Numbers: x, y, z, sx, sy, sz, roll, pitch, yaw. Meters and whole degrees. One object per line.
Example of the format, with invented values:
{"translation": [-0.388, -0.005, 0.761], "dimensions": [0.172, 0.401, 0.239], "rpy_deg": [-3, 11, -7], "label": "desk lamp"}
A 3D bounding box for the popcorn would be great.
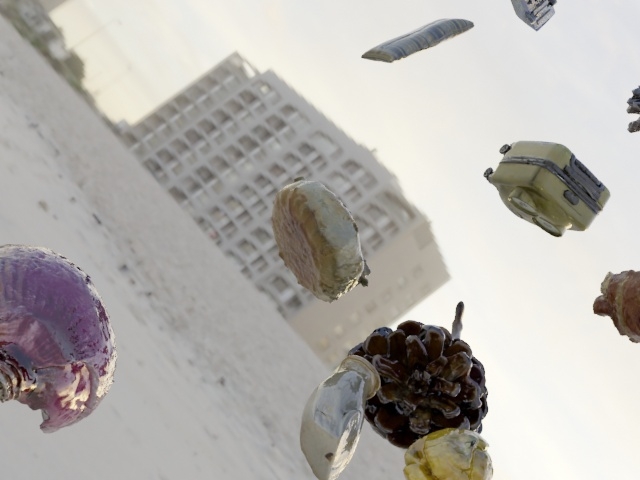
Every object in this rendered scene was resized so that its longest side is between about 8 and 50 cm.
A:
{"translation": [0.212, 0.377, 1.624], "dimensions": [0.148, 0.167, 0.152], "rpy_deg": [30, -58, 30], "label": "popcorn"}

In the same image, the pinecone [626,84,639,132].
{"translation": [0.525, -0.182, 1.475], "dimensions": [0.140, 0.140, 0.120], "rpy_deg": [45, -31, 42], "label": "pinecone"}

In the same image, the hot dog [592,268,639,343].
{"translation": [0.534, 0.114, 1.639], "dimensions": [0.146, 0.103, 0.213], "rpy_deg": [57, -25, -10], "label": "hot dog"}

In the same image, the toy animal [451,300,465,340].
{"translation": [0.286, 0.313, 2.198], "dimensions": [0.091, 0.324, 0.195], "rpy_deg": [14, -17, 6], "label": "toy animal"}

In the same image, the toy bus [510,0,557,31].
{"translation": [0.472, -0.575, 2.257], "dimensions": [0.094, 0.079, 0.236], "rpy_deg": [52, 5, 29], "label": "toy bus"}

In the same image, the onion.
{"translation": [-0.349, 0.120, 1.285], "dimensions": [0.267, 0.159, 0.349], "rpy_deg": [62, -13, -15], "label": "onion"}

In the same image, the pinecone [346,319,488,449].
{"translation": [0.190, 0.277, 1.894], "dimensions": [0.298, 0.242, 0.296], "rpy_deg": [33, -5, 6], "label": "pinecone"}

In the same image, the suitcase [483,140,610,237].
{"translation": [0.479, -0.108, 2.118], "dimensions": [0.194, 0.143, 0.235], "rpy_deg": [39, -8, -21], "label": "suitcase"}

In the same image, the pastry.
{"translation": [-0.001, -0.005, 1.961], "dimensions": [0.256, 0.121, 0.236], "rpy_deg": [67, -23, 2], "label": "pastry"}

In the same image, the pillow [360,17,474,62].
{"translation": [0.186, -0.388, 1.916], "dimensions": [0.113, 0.203, 0.038], "rpy_deg": [23, -45, 57], "label": "pillow"}

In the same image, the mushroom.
{"translation": [0.029, 0.277, 1.617], "dimensions": [0.108, 0.096, 0.247], "rpy_deg": [38, 33, -6], "label": "mushroom"}
